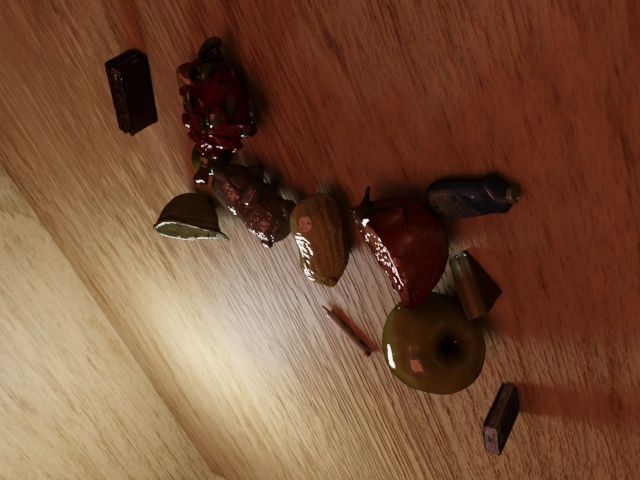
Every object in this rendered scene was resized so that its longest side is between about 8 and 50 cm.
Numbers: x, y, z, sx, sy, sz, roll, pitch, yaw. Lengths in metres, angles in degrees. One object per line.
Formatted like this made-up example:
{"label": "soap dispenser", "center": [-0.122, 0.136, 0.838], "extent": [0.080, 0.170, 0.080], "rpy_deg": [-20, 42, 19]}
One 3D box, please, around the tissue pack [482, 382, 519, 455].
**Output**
{"label": "tissue pack", "center": [0.479, 0.473, 1.679], "extent": [0.051, 0.156, 0.112], "rpy_deg": [10, 132, 34]}

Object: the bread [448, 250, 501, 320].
{"label": "bread", "center": [0.348, 0.106, 1.503], "extent": [0.139, 0.084, 0.074], "rpy_deg": [50, 146, -5]}

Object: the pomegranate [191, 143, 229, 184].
{"label": "pomegranate", "center": [-0.320, -0.221, 1.805], "extent": [0.115, 0.142, 0.114], "rpy_deg": [14, 151, 8]}

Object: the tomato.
{"label": "tomato", "center": [0.210, 0.010, 1.476], "extent": [0.309, 0.170, 0.309], "rpy_deg": [60, -178, -3]}

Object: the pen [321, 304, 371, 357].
{"label": "pen", "center": [0.079, 0.286, 2.012], "extent": [0.218, 0.026, 0.026], "rpy_deg": [46, 145, -2]}

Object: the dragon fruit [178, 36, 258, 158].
{"label": "dragon fruit", "center": [-0.269, -0.347, 1.590], "extent": [0.198, 0.218, 0.272], "rpy_deg": [-23, 107, 14]}

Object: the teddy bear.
{"label": "teddy bear", "center": [-0.180, -0.109, 1.764], "extent": [0.267, 0.151, 0.236], "rpy_deg": [47, 174, 15]}

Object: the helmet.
{"label": "helmet", "center": [-0.407, -0.084, 2.043], "extent": [0.258, 0.137, 0.204], "rpy_deg": [3, 166, 24]}

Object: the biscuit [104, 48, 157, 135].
{"label": "biscuit", "center": [-0.552, -0.427, 1.861], "extent": [0.070, 0.106, 0.252], "rpy_deg": [31, 143, 21]}

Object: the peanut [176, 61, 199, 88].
{"label": "peanut", "center": [-0.340, -0.407, 1.693], "extent": [0.076, 0.076, 0.152], "rpy_deg": [24, 146, 28]}

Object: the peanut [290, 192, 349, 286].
{"label": "peanut", "center": [0.000, 0.000, 1.703], "extent": [0.152, 0.152, 0.313], "rpy_deg": [20, 143, 32]}

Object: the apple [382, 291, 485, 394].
{"label": "apple", "center": [0.278, 0.263, 1.595], "extent": [0.262, 0.262, 0.262], "rpy_deg": [27, 142, 24]}

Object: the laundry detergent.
{"label": "laundry detergent", "center": [0.327, -0.091, 1.342], "extent": [0.206, 0.061, 0.096], "rpy_deg": [-1, 124, 46]}
